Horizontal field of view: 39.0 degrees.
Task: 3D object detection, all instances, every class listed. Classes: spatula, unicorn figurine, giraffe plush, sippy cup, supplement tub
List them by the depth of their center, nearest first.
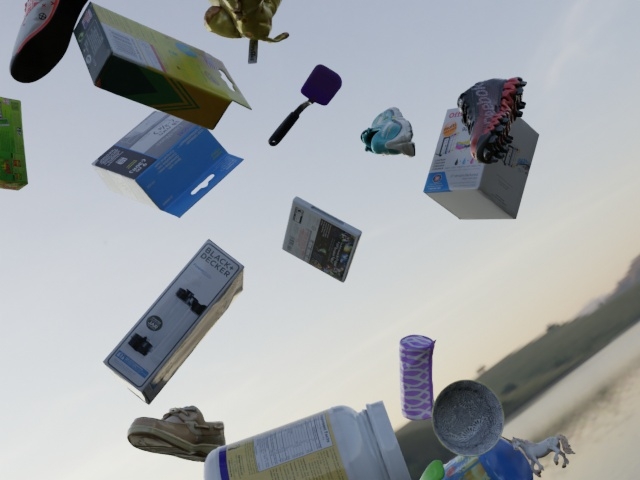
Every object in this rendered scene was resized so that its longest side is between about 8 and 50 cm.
[{"bbox_3d":[-0.013,0.428,1.572,0.332,0.241,0.241,-19,-16,0],"label":"supplement tub"},{"bbox_3d":[-0.159,-0.493,1.834,0.182,0.210,0.170,-16,-22,-2],"label":"giraffe plush"},{"bbox_3d":[0.546,0.529,2.257,0.162,0.111,0.060,-16,-41,3],"label":"unicorn figurine"},{"bbox_3d":[-0.050,-0.325,2.263,0.296,0.084,0.030,-43,28,44],"label":"spatula"},{"bbox_3d":[0.422,0.631,2.331,0.306,0.240,0.224,-15,-33,-51],"label":"sippy cup"}]

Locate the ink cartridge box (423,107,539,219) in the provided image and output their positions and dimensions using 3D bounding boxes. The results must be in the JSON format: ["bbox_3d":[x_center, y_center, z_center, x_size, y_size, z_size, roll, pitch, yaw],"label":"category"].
[{"bbox_3d":[0.385,-0.188,2.162,0.171,0.232,0.168,0,-24,47],"label":"ink cartridge box"}]

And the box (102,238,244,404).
[{"bbox_3d":[-0.260,0.151,1.653,0.290,0.087,0.169,-52,-7,-19],"label":"box"}]

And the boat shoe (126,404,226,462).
[{"bbox_3d":[-0.319,0.426,2.030,0.122,0.110,0.341,-3,-21,21],"label":"boat shoe"}]

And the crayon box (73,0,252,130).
[{"bbox_3d":[-0.306,-0.329,1.765,0.319,0.202,0.081,17,-60,-38],"label":"crayon box"}]

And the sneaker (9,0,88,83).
[{"bbox_3d":[-0.564,-0.458,1.832,0.090,0.145,0.270,19,-71,-50],"label":"sneaker"}]

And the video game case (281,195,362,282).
[{"bbox_3d":[0.000,0.000,2.079,0.022,0.173,0.190,-54,-12,-36],"label":"video game case"}]

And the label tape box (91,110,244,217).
[{"bbox_3d":[-0.395,-0.205,2.313,0.240,0.334,0.105,-46,-50,-23],"label":"label tape box"}]

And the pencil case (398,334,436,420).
[{"bbox_3d":[0.227,0.320,2.093,0.086,0.088,0.206,-26,-62,-45],"label":"pencil case"}]

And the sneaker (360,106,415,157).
[{"bbox_3d":[0.147,-0.253,2.132,0.110,0.106,0.275,-8,13,-3],"label":"sneaker"}]

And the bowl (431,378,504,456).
[{"bbox_3d":[0.320,0.400,2.037,0.170,0.170,0.080,-32,-3,-16],"label":"bowl"}]

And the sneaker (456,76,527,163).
[{"bbox_3d":[0.342,-0.255,1.895,0.276,0.135,0.097,-61,-27,-43],"label":"sneaker"}]

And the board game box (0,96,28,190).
[{"bbox_3d":[-0.633,-0.193,1.773,0.043,0.181,0.092,-24,-20,40],"label":"board game box"}]
